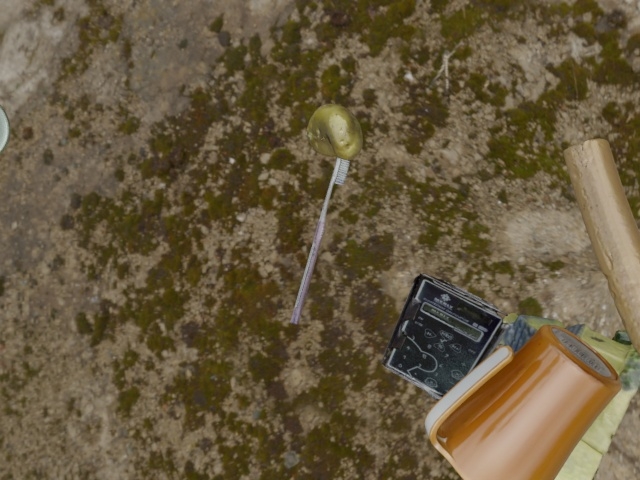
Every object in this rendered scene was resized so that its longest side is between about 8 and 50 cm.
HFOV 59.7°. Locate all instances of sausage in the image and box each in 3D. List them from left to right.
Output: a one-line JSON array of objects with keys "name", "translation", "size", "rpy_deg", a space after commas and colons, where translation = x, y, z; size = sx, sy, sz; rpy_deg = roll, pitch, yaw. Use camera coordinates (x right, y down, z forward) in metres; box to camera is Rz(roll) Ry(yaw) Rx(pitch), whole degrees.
[{"name": "sausage", "translation": [0.385, 0.010, 0.714], "size": [0.065, 0.065, 0.302], "rpy_deg": [-19, 66, 26]}]

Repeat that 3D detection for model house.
[{"name": "model house", "translation": [0.463, 0.288, 1.101], "size": [0.266, 0.261, 0.322], "rpy_deg": [24, 109, 28]}]

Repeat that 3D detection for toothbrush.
[{"name": "toothbrush", "translation": [0.000, 0.000, 1.137], "size": [0.029, 0.024, 0.355], "rpy_deg": [16, 85, -3]}]

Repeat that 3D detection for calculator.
[{"name": "calculator", "translation": [0.208, 0.179, 0.972], "size": [0.165, 0.028, 0.274], "rpy_deg": [28, 135, 16]}]

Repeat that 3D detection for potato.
[{"name": "potato", "translation": [0.027, -0.176, 0.910], "size": [0.138, 0.070, 0.092], "rpy_deg": [31, 142, 58]}]

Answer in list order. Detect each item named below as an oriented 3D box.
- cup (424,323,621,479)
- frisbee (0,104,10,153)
[{"name": "cup", "translation": [0.291, 0.254, 0.834], "size": [0.264, 0.226, 0.182], "rpy_deg": [-58, 21, 19]}, {"name": "frisbee", "translation": [-0.502, -0.161, 0.792], "size": [0.014, 0.110, 0.110], "rpy_deg": [23, 99, 60]}]
